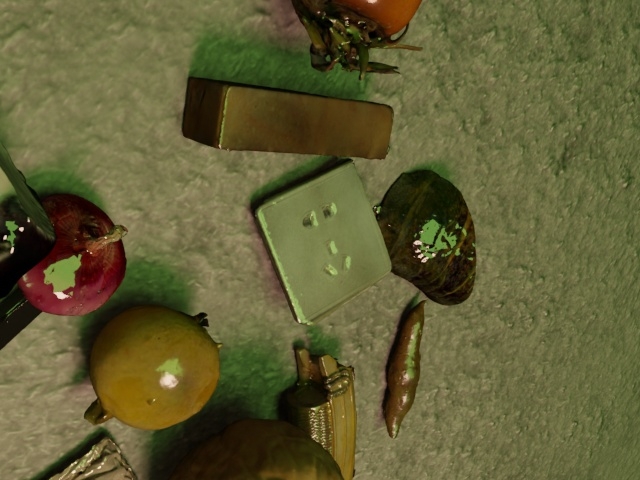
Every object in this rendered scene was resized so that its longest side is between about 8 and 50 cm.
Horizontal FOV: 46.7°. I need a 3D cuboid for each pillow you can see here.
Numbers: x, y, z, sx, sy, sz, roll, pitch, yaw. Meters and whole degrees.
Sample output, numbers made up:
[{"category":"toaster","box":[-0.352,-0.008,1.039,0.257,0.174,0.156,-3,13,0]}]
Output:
[{"category":"pillow","box":[-0.367,0.387,1.013,0.248,0.049,0.135,-32,129,-24]}]

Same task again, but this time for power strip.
[{"category":"power strip","box":[0.000,0.000,1.163,0.198,0.064,0.213,-29,109,-27]}]

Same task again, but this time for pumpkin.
[{"category":"pumpkin","box":[0.182,0.026,1.300,0.163,0.111,0.278,-17,118,-30]}]

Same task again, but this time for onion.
[{"category":"onion","box":[-0.275,0.013,0.874,0.150,0.140,0.150,27,59,-56]}]

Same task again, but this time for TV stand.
[{"category":"TV stand","box":[-0.423,0.151,0.879,0.256,0.040,0.049,-45,130,-18]}]

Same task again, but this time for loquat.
[{"category":"loquat","box":[-0.225,0.171,0.982,0.204,0.149,0.172,-39,133,-8]}]

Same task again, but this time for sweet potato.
[{"category":"sweet potato","box":[0.160,0.240,1.392,0.067,0.067,0.273,1,104,-41]}]

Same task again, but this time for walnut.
[{"category":"walnut","box":[-0.093,0.404,1.073,0.277,0.313,0.252,-37,110,-16]}]

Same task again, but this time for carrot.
[{"category":"carrot","box":[0.056,-0.371,0.983,0.331,0.193,0.214,-68,156,-5]}]

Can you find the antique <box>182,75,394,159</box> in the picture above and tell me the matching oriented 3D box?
[{"category":"antique","box":[-0.034,-0.168,1.049,0.310,0.093,0.087,-2,108,-40]}]

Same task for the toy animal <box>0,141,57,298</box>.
[{"category":"toy animal","box":[-0.433,0.008,0.699,0.310,0.251,0.251,-32,125,-12]}]

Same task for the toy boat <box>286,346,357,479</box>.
[{"category":"toy boat","box":[-0.002,0.321,1.264,0.115,0.089,0.310,-21,119,-43]}]
